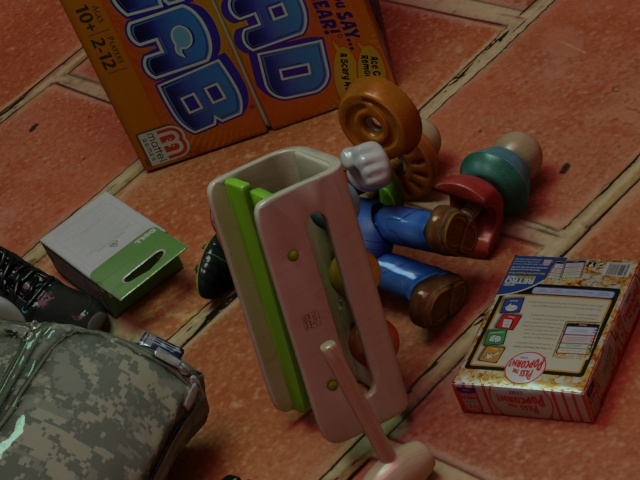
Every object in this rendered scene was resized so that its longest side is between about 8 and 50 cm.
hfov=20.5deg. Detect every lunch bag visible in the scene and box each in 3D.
[{"bbox_3d":[-0.275,0.233,1.798,0.256,0.212,0.305,7,44,19],"label":"lunch bag"}]

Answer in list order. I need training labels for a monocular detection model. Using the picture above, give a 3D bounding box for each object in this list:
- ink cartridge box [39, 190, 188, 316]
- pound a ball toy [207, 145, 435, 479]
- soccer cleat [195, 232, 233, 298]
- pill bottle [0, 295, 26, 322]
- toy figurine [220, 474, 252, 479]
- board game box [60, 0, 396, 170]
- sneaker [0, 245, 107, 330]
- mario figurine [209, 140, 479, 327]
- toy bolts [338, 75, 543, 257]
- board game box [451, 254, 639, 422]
[{"bbox_3d":[-0.243,0.024,2.159,0.109,0.062,0.209,-38,38,-18],"label":"ink cartridge box"},{"bbox_3d":[0.025,0.079,1.760,0.136,0.319,0.208,-25,22,-21],"label":"pound a ball toy"},{"bbox_3d":[-0.084,0.005,2.098,0.072,0.060,0.179,10,45,34],"label":"soccer cleat"},{"bbox_3d":[-0.479,0.115,2.109,0.264,0.146,0.146,11,48,40],"label":"pill bottle"},{"bbox_3d":[-0.101,0.345,1.606,0.209,0.148,0.213,-25,37,9],"label":"toy figurine"},{"bbox_3d":[-0.138,-0.378,2.362,0.356,0.356,0.356,-18,36,8],"label":"board game box"},{"bbox_3d":[-0.375,0.069,2.144,0.267,0.106,0.101,8,44,35],"label":"sneaker"},{"bbox_3d":[0.000,0.000,1.950,0.320,0.170,0.198,14,64,34],"label":"mario figurine"},{"bbox_3d":[0.140,-0.110,2.015,0.228,0.218,0.158,23,48,24],"label":"toy bolts"},{"bbox_3d":[0.237,0.096,1.805,0.147,0.045,0.193,3,43,32],"label":"board game box"}]
